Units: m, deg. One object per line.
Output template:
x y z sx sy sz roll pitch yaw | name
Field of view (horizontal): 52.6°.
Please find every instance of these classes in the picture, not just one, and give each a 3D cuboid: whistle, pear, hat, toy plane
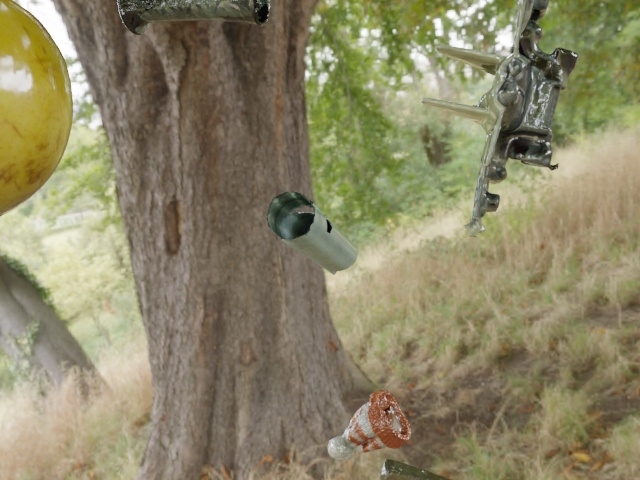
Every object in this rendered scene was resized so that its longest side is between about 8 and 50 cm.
0.000 0.000 0.892 0.062 0.062 0.312 -4 -12 12 | whistle
-0.411 -0.150 0.708 0.280 0.281 0.281 -7 15 2 | pear
0.085 0.375 1.263 0.162 0.112 0.093 -36 -9 25 | hat
0.147 -0.098 0.493 0.088 0.192 0.262 16 7 22 | toy plane

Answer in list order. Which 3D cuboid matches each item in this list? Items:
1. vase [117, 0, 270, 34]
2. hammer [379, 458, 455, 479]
-0.144 -0.270 0.740 0.166 0.059 0.059 2 17 16 | vase
0.160 0.168 0.351 0.292 0.058 0.029 22 20 -14 | hammer
